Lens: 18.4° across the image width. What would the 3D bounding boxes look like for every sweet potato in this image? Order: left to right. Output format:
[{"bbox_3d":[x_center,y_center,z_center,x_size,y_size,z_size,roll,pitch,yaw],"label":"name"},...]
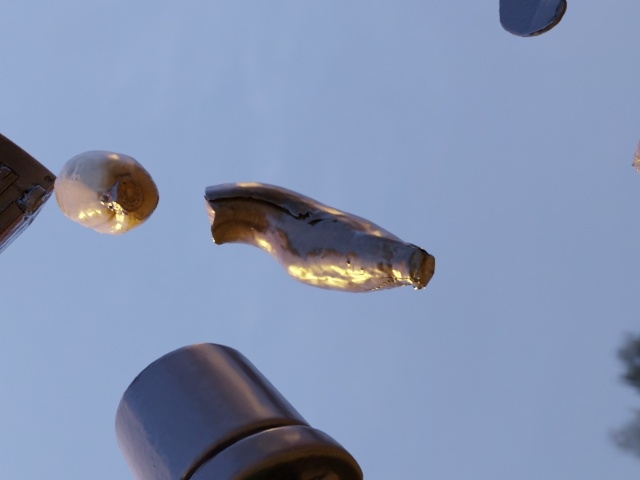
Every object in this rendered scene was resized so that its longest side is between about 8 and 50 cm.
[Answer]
[{"bbox_3d":[-0.002,0.007,1.969,0.112,0.286,0.085,9,-79,-53],"label":"sweet potato"}]

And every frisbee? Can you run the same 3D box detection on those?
[{"bbox_3d":[0.165,-0.261,1.434,0.012,0.187,0.211,29,-150,-54],"label":"frisbee"}]

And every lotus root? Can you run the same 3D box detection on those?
[{"bbox_3d":[-0.167,-0.038,1.531,0.150,0.073,0.062,5,76,66],"label":"lotus root"}]

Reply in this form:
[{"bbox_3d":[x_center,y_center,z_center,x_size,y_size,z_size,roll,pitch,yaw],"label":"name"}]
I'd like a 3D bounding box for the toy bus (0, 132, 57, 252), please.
[{"bbox_3d":[-0.353,-0.013,1.928,0.199,0.096,0.108,-50,-2,-44],"label":"toy bus"}]

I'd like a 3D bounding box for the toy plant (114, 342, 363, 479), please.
[{"bbox_3d":[-0.024,0.259,1.688,0.279,0.400,0.185,6,-60,-37],"label":"toy plant"}]

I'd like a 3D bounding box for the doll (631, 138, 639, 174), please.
[{"bbox_3d":[0.353,-0.082,1.867,0.221,0.105,0.115,-165,77,-77],"label":"doll"}]
